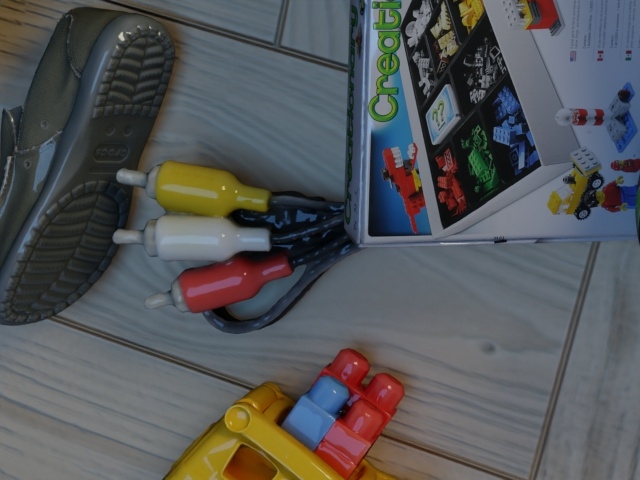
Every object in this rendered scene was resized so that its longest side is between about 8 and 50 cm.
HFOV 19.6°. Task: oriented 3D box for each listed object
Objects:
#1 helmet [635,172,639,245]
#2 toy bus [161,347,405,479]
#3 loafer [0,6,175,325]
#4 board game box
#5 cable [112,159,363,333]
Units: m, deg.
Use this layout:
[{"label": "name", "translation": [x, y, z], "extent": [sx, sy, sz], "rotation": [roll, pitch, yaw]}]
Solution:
[{"label": "helmet", "translation": [0.267, -0.022, 1.110], "extent": [0.169, 0.161, 0.169], "rotation": [5, 106, 20]}, {"label": "toy bus", "translation": [0.002, 0.193, 1.294], "extent": [0.220, 0.149, 0.211], "rotation": [39, 98, 5]}, {"label": "loafer", "translation": [-0.184, -0.056, 1.326], "extent": [0.087, 0.094, 0.251], "rotation": [35, 106, 36]}, {"label": "board game box", "translation": [0.116, -0.149, 1.147], "extent": [0.193, 0.053, 0.305], "rotation": [-1, 106, -11]}, {"label": "cable", "translation": [0.000, 0.000, 1.269], "extent": [0.287, 0.072, 0.139], "rotation": [-5, 107, 22]}]
